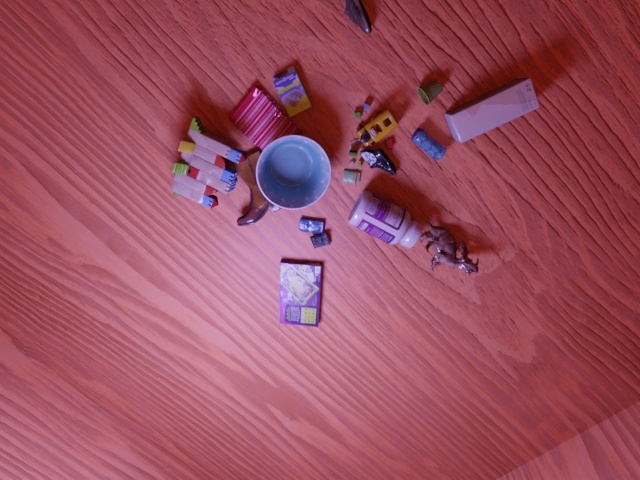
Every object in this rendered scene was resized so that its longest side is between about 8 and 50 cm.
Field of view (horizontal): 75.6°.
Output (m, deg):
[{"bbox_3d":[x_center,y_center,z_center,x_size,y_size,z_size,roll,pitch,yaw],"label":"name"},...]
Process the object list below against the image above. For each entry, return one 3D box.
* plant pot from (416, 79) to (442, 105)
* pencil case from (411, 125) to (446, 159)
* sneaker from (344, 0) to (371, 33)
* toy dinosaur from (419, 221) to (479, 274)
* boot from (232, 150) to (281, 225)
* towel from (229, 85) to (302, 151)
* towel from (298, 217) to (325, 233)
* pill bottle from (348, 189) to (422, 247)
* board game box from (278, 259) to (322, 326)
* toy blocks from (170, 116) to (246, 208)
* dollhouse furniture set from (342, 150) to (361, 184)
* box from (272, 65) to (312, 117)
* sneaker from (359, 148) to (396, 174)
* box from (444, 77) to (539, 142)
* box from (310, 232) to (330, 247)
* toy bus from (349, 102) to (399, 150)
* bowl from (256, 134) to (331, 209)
[{"bbox_3d":[0.445,-0.602,1.658,0.079,0.083,0.083,-35,105,5],"label":"plant pot"},{"bbox_3d":[0.457,-0.408,1.735,0.151,0.064,0.070,35,126,-9],"label":"pencil case"},{"bbox_3d":[0.134,-0.878,1.590,0.071,0.066,0.189,-20,104,30],"label":"sneaker"},{"bbox_3d":[0.576,0.026,1.870,0.200,0.127,0.296,-24,95,6],"label":"toy dinosaur"},{"bbox_3d":[-0.322,-0.227,1.863,0.264,0.096,0.281,-26,105,17],"label":"boot"},{"bbox_3d":[-0.238,-0.500,1.782,0.275,0.031,0.199,44,110,-12],"label":"towel"},{"bbox_3d":[-0.041,-0.067,1.933,0.119,0.029,0.067,8,113,2],"label":"towel"},{"bbox_3d":[0.289,-0.086,1.822,0.301,0.169,0.169,27,111,-5],"label":"pill bottle"},{"bbox_3d":[-0.103,0.267,2.063,0.208,0.056,0.347,4,112,-1],"label":"board game box"},{"bbox_3d":[-0.473,-0.300,1.787,0.260,0.191,0.382,26,112,-2],"label":"toy blocks"},{"bbox_3d":[0.139,-0.313,1.804,0.076,0.059,0.152,8,112,3],"label":"dollhouse furniture set"},{"bbox_3d":[-0.119,-0.619,1.717,0.109,0.042,0.178,-23,108,13],"label":"box"},{"bbox_3d":[0.251,-0.337,1.789,0.089,0.051,0.170,-24,122,33],"label":"sneaker"},{"bbox_3d":[0.669,-0.513,1.632,0.311,0.148,0.121,-24,106,12],"label":"box"},{"bbox_3d":[0.000,0.000,1.949,0.083,0.018,0.067,-14,132,11],"label":"box"},{"bbox_3d":[0.225,-0.459,1.714,0.190,0.104,0.202,8,112,2],"label":"toy bus"},{"bbox_3d":[-0.120,-0.303,1.758,0.311,0.163,0.312,-3,113,-8],"label":"bowl"}]
